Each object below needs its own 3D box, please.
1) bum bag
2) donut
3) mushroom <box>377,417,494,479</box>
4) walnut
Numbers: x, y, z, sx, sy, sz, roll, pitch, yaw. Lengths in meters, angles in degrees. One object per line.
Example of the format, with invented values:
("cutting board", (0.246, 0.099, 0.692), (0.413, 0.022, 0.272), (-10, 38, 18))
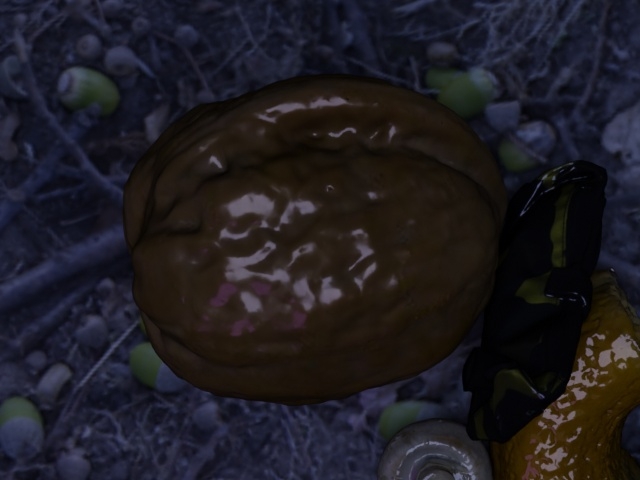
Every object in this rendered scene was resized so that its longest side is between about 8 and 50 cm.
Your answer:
("bum bag", (0.142, 0.038, 1.029), (0.060, 0.232, 0.107), (34, 137, -14))
("donut", (0.196, 0.168, 1.074), (0.152, 0.101, 0.259), (-28, 93, 11))
("mushroom", (0.082, 0.168, 1.091), (0.084, 0.067, 0.083), (0, 92, -2))
("walnut", (0.000, 0.000, 1.021), (0.257, 0.224, 0.257), (-6, 130, -7))
